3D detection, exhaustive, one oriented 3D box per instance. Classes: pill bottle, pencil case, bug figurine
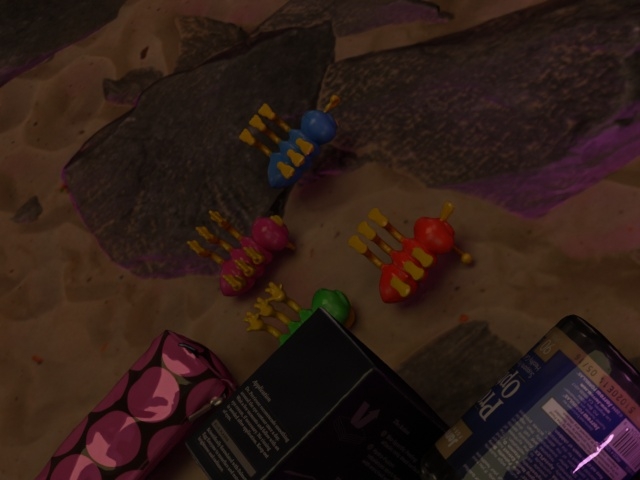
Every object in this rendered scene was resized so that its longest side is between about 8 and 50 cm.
[{"bbox_3d":[0.153,0.171,1.154,0.219,0.123,0.123,-44,46,1],"label":"pill bottle"},{"bbox_3d":[-0.169,0.181,1.401,0.098,0.095,0.209,40,89,28],"label":"pencil case"},{"bbox_3d":[0.000,0.000,1.413,0.216,0.072,0.279,-48,50,6],"label":"bug figurine"}]

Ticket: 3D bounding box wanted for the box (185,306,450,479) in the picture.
[{"bbox_3d":[0.006,0.165,1.239,0.158,0.156,0.093,-45,45,1],"label":"box"}]
